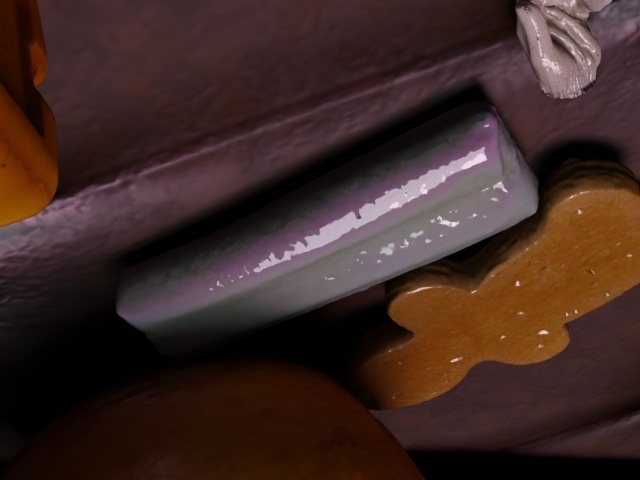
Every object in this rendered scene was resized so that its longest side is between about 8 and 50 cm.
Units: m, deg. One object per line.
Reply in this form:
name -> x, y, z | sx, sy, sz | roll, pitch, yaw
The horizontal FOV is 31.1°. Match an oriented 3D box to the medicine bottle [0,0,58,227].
medicine bottle -> -0.212, -0.051, 0.360 | 0.222, 0.112, 0.149 | -17, 148, 4

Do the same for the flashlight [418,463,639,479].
flashlight -> 0.229, 0.239, 0.996 | 0.424, 0.103, 0.103 | 5, 142, -32

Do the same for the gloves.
gloves -> 0.102, -0.088, 0.494 | 0.044, 0.037, 0.081 | -38, 142, -33

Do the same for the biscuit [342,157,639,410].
biscuit -> 0.106, 0.032, 0.681 | 0.240, 0.035, 0.158 | -35, 139, 28

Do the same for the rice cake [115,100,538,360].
rice cake -> -0.001, 0.001, 0.587 | 0.222, 0.042, 0.080 | -24, 148, 15

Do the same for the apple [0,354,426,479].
apple -> -0.045, 0.201, 0.653 | 0.275, 0.299, 0.299 | -36, 143, 11
